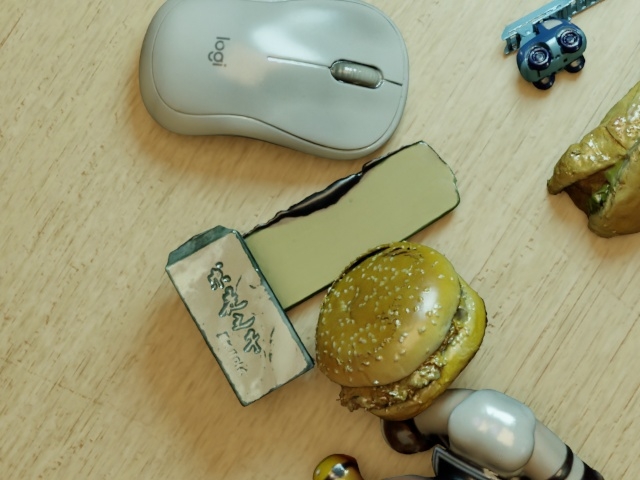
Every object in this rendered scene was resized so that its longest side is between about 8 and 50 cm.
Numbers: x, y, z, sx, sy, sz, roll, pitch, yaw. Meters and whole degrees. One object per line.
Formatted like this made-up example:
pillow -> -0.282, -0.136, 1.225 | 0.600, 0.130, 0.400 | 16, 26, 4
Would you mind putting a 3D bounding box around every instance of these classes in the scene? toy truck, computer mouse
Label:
toy truck -> 0.270, -0.226, 1.876 | 0.136, 0.063, 0.074 | -27, 62, -3
computer mouse -> -0.053, -0.190, 1.863 | 0.297, 0.121, 0.184 | 11, 82, 7

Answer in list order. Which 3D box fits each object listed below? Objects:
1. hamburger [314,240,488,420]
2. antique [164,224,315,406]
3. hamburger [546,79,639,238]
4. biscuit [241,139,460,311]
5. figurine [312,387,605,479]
hamburger -> 0.074, 0.095, 1.778 | 0.118, 0.182, 0.191 | 38, 73, -29
antique -> -0.087, 0.074, 1.811 | 0.088, 0.086, 0.183 | -30, 89, -1
hamburger -> 0.367, -0.117, 1.818 | 0.124, 0.131, 0.262 | 44, 92, 8
biscuit -> 0.000, 0.000, 1.873 | 0.322, 0.038, 0.099 | -31, 86, 0
figurine -> 0.118, 0.310, 1.732 | 0.320, 0.196, 0.323 | 24, 69, 20
